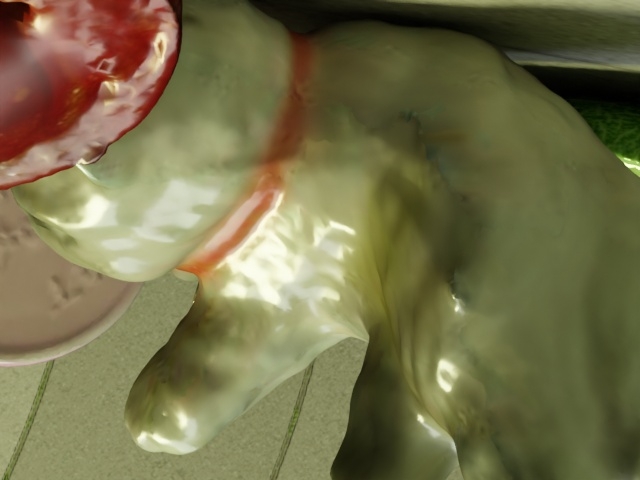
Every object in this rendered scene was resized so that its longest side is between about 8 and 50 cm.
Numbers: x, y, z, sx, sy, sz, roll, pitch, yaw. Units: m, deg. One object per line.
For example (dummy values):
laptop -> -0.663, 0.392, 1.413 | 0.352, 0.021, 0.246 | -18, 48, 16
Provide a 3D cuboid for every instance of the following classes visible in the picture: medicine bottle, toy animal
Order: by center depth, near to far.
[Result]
toy animal -> 0.000, 0.000, 0.671 | 0.266, 0.308, 0.188 | -19, 135, 11
medicine bottle -> -0.242, -0.011, 1.231 | 0.202, 0.202, 0.316 | 10, 174, -19

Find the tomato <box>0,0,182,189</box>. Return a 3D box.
tomato -> -0.102, -0.083, 0.364 | 0.139, 0.091, 0.159 | -17, 149, 7

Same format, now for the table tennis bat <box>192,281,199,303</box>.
table tennis bat -> -0.041, -0.028, 0.911 | 0.130, 0.019, 0.220 | 5, -147, 0

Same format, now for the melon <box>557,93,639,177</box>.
melon -> 0.161, -0.006, 0.813 | 0.323, 0.124, 0.196 | 3, 176, 40
